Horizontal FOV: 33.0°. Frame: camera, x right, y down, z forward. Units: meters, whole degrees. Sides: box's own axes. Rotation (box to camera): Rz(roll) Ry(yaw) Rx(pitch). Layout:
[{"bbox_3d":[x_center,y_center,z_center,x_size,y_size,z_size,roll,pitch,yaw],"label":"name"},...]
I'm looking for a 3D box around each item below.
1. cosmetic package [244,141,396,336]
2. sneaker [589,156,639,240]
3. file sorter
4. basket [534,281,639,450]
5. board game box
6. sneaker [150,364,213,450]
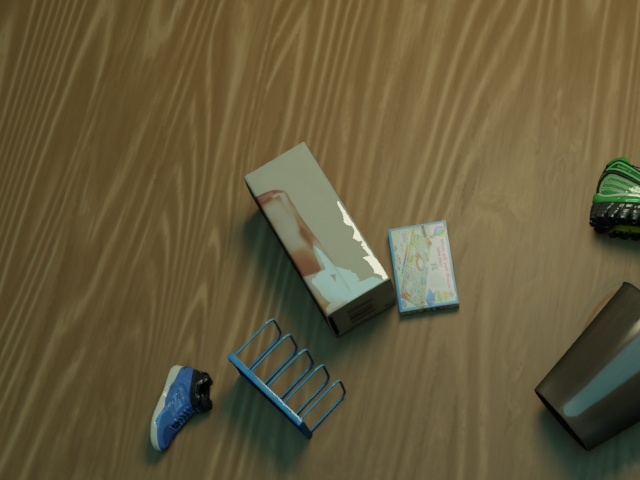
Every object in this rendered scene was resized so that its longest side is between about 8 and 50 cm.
[{"bbox_3d":[0.000,0.000,1.869,0.129,0.153,0.296,-30,68,-2],"label":"cosmetic package"},{"bbox_3d":[0.630,-0.073,1.791,0.344,0.134,0.146,8,72,13],"label":"sneaker"},{"bbox_3d":[-0.053,0.230,1.817,0.170,0.118,0.104,41,80,20],"label":"file sorter"},{"bbox_3d":[0.467,0.212,1.718,0.227,0.154,0.204,-39,68,-1],"label":"basket"},{"bbox_3d":[0.179,0.048,1.886,0.104,0.026,0.154,-9,70,7],"label":"board game box"},{"bbox_3d":[-0.233,0.293,1.858,0.085,0.058,0.152,8,66,21],"label":"sneaker"}]
